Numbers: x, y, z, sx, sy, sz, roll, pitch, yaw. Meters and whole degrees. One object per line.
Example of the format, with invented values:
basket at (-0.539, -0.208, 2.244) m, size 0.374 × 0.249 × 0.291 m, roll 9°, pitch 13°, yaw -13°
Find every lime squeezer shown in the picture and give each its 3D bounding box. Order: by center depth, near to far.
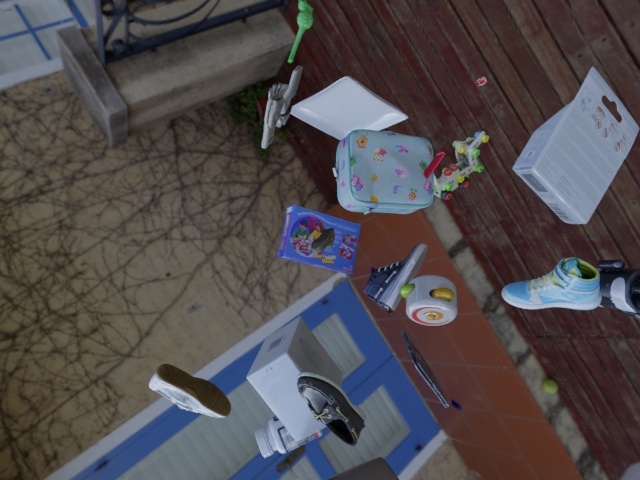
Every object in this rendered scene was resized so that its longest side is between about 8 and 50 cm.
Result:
lime squeezer at (-0.061, -0.763, 1.472) m, size 0.110 × 0.059 × 0.309 m, roll 147°, pitch 128°, yaw -64°

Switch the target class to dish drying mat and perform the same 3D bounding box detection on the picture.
dish drying mat at (0.299, -0.202, 1.139) m, size 0.083 × 0.008 × 0.032 m, roll -57°, pitch 27°, yaw 30°

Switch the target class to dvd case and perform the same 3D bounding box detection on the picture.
dvd case at (0.341, 0.423, 1.421) m, size 0.221 × 0.018 × 0.164 m, roll 54°, pitch -170°, yaw -23°

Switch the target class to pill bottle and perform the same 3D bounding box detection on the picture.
pill bottle at (-0.096, 0.563, 1.282) m, size 0.108 × 0.180 × 0.107 m, roll 158°, pitch 90°, yaw -80°

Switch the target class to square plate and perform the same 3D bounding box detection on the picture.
square plate at (0.104, -0.510, 1.697) m, size 0.344 × 0.348 × 0.049 m, roll -10°, pitch 69°, yaw 48°

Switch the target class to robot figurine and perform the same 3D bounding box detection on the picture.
robot figurine at (1.187, 0.189, 1.694) m, size 0.278 × 0.174 × 0.208 m, roll 177°, pitch 104°, yaw -75°

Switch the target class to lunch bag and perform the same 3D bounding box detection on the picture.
lunch bag at (0.172, -0.179, 1.186) m, size 0.108 × 0.280 × 0.223 m, roll 169°, pitch 102°, yaw -69°

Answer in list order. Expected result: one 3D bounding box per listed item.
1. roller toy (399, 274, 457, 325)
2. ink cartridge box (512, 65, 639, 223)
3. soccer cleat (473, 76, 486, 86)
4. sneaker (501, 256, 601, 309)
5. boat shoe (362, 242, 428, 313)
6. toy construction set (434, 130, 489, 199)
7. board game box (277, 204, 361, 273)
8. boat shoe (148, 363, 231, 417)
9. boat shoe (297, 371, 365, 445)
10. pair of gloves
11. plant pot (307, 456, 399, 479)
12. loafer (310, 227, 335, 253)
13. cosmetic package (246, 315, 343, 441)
roller toy at (0.428, 0.237, 1.660) m, size 0.210 × 0.146 × 0.191 m, roll -16°, pitch 137°, yaw 31°
ink cartridge box at (0.814, -0.291, 1.366) m, size 0.308 × 0.384 × 0.091 m, roll 35°, pitch 173°, yaw -22°
soccer cleat at (0.555, -0.548, 1.482) m, size 0.029 × 0.036 × 0.083 m, roll 54°, pitch -174°, yaw -7°
sneaker at (0.808, 0.140, 1.522) m, size 0.320 × 0.127 × 0.208 m, roll -3°, pitch 134°, yaw 22°
boat shoe at (0.320, 0.134, 1.880) m, size 0.158 × 0.340 × 0.127 m, roll 29°, pitch 172°, yaw 26°
toy construction set at (0.526, -0.296, 1.751) m, size 0.214 × 0.328 × 0.151 m, roll 76°, pitch 169°, yaw -45°
board game box at (0.000, 0.000, 1.942) m, size 0.078 × 0.348 × 0.233 m, roll -10°, pitch 66°, yaw 64°
boat shoe at (-0.423, 0.503, 1.405) m, size 0.277 × 0.096 × 0.098 m, roll 36°, pitch -159°, yaw -12°
boat shoe at (0.023, 0.369, 0.945) m, size 0.081 × 0.068 × 0.227 m, roll -19°, pitch 125°, yaw 35°
pair of gloves at (-0.127, -0.424, 1.355) m, size 0.042 × 0.240 × 0.204 m, roll 24°, pitch 135°, yaw 1°
plant pot at (0.095, 0.635, 1.001) m, size 0.263 × 0.229 × 0.263 m, roll 53°, pitch 167°, yaw 18°
loafer at (0.016, 0.007, 1.439) m, size 0.056 × 0.148 × 0.050 m, roll -10°, pitch 112°, yaw 33°
cosmetic package at (-0.060, 0.370, 1.183) m, size 0.224 × 0.138 × 0.224 m, roll 54°, pitch -167°, yaw -7°
